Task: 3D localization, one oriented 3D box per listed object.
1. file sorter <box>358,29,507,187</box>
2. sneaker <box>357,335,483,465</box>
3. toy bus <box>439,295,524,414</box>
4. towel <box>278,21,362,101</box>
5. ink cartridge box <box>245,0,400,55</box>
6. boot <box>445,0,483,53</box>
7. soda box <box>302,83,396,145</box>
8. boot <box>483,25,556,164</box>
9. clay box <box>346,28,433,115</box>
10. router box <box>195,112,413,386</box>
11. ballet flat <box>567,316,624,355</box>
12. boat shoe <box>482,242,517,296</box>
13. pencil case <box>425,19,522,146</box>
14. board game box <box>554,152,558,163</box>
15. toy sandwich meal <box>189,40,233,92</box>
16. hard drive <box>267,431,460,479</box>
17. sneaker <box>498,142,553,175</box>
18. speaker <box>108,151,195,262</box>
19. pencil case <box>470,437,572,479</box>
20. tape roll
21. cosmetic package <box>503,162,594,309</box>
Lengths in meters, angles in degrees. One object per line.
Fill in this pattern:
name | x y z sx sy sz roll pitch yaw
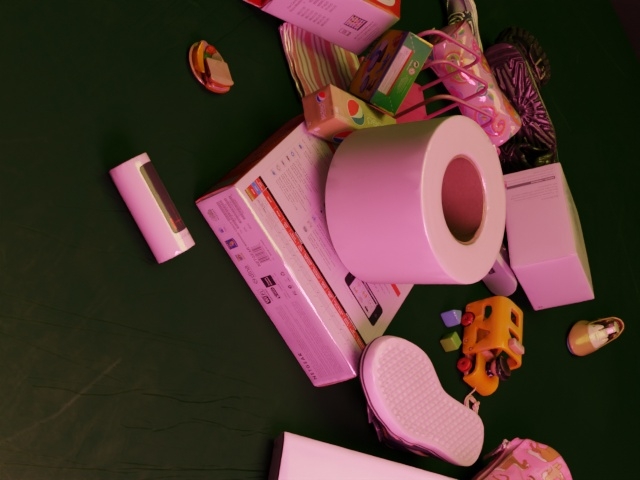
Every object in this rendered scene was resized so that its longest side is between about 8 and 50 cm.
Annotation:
file sorter | 0.214 -0.217 1.642 0.202 0.182 0.290 13 63 -48
sneaker | 0.123 0.249 1.335 0.321 0.128 0.126 48 59 -38
toy bus | 0.328 0.204 1.648 0.191 0.104 0.202 -19 88 -53
towel | 0.013 -0.313 1.553 0.197 0.029 0.144 -10 82 -49
ink cartridge box | -0.004 -0.517 1.497 0.272 0.130 0.309 18 61 -28
boot | 0.319 -0.494 2.004 0.086 0.069 0.189 -14 87 -56
soda box | 0.052 -0.182 1.385 0.181 0.058 0.061 17 58 -49
boot | 0.488 -0.333 2.094 0.260 0.131 0.347 -45 122 -64
clay box | 0.108 -0.288 1.473 0.053 0.127 0.222 27 8 -17
router box | 0.000 0.000 1.348 0.335 0.082 0.301 58 37 -14
ballet flat | 0.659 0.218 2.088 0.232 0.073 0.080 -13 83 -53
boat shoe | 0.337 0.012 1.778 0.228 0.080 0.076 51 34 -25
pencil case | 0.326 -0.337 1.905 0.284 0.124 0.124 55 38 -17
board game box | 0.565 -0.131 2.126 0.136 0.030 0.259 64 24 -59
toy sandwich meal | -0.162 -0.262 1.314 0.086 0.029 0.085 27 54 -43
hard drive | 0.092 0.412 1.168 0.353 0.047 0.233 19 55 -15
sneaker | 0.482 -0.128 1.978 0.087 0.130 0.227 -49 114 -34
speaker | -0.215 -0.041 1.119 0.055 0.055 0.136 -38 104 -53
pencil case | 0.276 0.459 1.416 0.386 0.167 0.160 -20 132 -53
tape roll | 0.145 -0.056 1.304 0.246 0.169 0.246 5 84 -51
cosmetic package | 0.480 -0.004 1.858 0.224 0.138 0.224 48 36 -53
